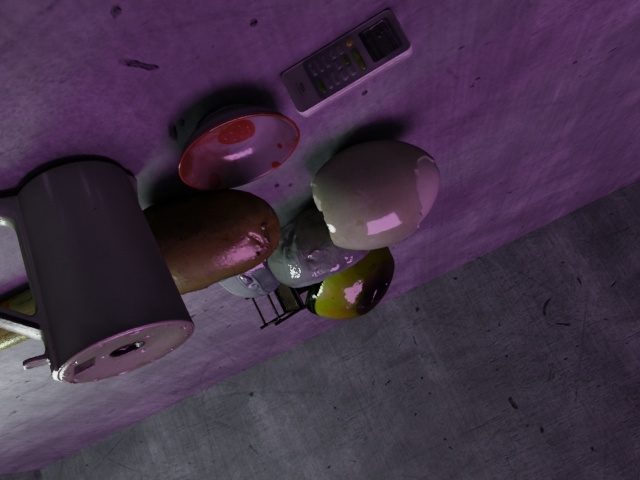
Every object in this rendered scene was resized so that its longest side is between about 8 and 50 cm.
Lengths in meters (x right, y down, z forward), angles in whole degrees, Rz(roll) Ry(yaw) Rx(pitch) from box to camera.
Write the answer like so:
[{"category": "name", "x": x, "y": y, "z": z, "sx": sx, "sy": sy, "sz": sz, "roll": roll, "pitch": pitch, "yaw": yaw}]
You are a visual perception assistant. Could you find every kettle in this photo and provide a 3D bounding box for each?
[{"category": "kettle", "x": -0.471, "y": 0.064, "z": 1.125, "sx": 0.361, "sy": 0.377, "sz": 0.250, "roll": -16, "pitch": 159, "yaw": -26}]

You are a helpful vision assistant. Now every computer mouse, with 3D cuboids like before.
[{"category": "computer mouse", "x": -0.222, "y": 0.113, "z": 1.975, "sx": 0.188, "sy": 0.122, "sz": 0.371, "roll": -29, "pitch": 157, "yaw": 9}]

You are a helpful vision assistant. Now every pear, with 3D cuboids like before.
[{"category": "pear", "x": 0.140, "y": 0.149, "z": 2.202, "sx": 0.399, "sy": 0.165, "sz": 0.399, "roll": -38, "pitch": 147, "yaw": -30}]

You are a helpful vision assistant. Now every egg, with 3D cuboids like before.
[{"category": "egg", "x": 0.154, "y": -0.125, "z": 1.557, "sx": 0.336, "sy": 0.278, "sz": 0.278, "roll": -20, "pitch": 161, "yaw": 1}]

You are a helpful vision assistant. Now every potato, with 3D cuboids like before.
[{"category": "potato", "x": -0.259, "y": -0.005, "z": 1.375, "sx": 0.359, "sy": 0.219, "sz": 0.270, "roll": -14, "pitch": -161, "yaw": 13}]

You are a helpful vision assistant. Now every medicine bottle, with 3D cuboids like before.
[{"category": "medicine bottle", "x": -0.765, "y": 0.198, "z": 1.510, "sx": 0.238, "sy": 0.124, "sz": 0.124, "roll": -25, "pitch": 161, "yaw": -4}]

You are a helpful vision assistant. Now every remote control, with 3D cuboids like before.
[{"category": "remote control", "x": 0.049, "y": -0.339, "z": 1.148, "sx": 0.250, "sy": 0.103, "sz": 0.034, "roll": -28, "pitch": 163, "yaw": 9}]

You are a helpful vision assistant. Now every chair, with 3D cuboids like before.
[{"category": "chair", "x": -0.126, "y": 0.207, "z": 2.237, "sx": 0.260, "sy": 0.155, "sz": 0.141, "roll": -27, "pitch": -178, "yaw": -37}]

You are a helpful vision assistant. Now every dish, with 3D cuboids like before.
[{"category": "dish", "x": -0.177, "y": -0.209, "z": 1.232, "sx": 0.260, "sy": 0.085, "sz": 0.260, "roll": -21, "pitch": 161, "yaw": -8}]

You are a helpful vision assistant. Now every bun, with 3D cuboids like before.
[{"category": "bun", "x": 0.003, "y": -0.003, "z": 1.791, "sx": 0.354, "sy": 0.194, "sz": 0.354, "roll": -26, "pitch": -170, "yaw": 5}]

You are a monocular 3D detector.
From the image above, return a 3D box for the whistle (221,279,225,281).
[{"category": "whistle", "x": -0.264, "y": 0.024, "z": 1.621, "sx": 0.289, "sy": 0.164, "sz": 0.163, "roll": -28, "pitch": 161, "yaw": 9}]
